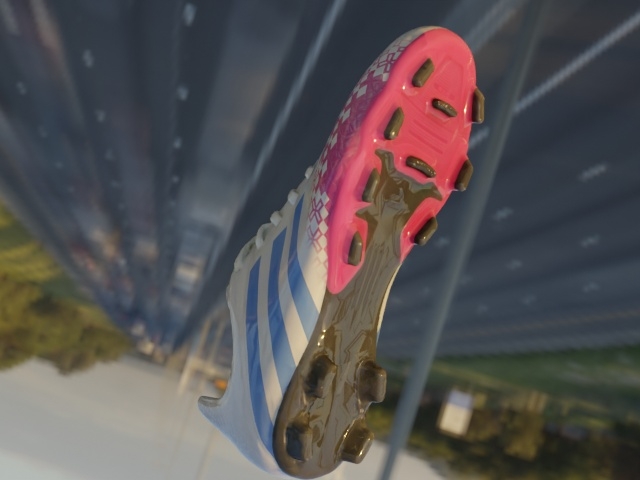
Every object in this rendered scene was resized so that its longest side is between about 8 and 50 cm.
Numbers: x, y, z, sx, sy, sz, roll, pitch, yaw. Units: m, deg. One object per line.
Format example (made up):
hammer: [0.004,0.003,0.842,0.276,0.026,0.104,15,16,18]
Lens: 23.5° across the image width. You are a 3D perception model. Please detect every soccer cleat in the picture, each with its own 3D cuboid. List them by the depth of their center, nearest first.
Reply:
soccer cleat: [0.000,0.000,1.075,0.143,0.331,0.116,22,-177,43]
